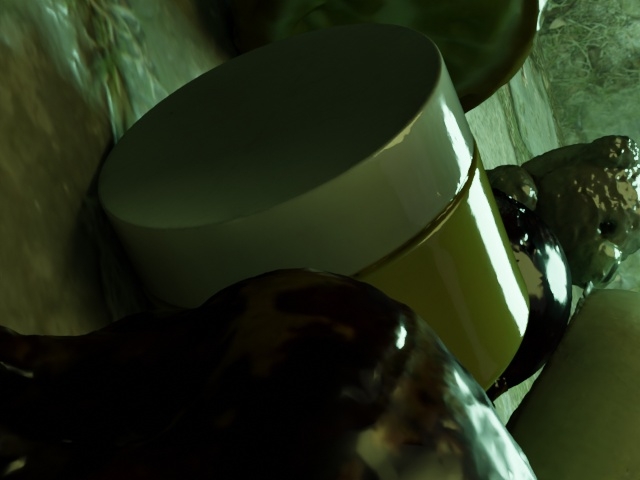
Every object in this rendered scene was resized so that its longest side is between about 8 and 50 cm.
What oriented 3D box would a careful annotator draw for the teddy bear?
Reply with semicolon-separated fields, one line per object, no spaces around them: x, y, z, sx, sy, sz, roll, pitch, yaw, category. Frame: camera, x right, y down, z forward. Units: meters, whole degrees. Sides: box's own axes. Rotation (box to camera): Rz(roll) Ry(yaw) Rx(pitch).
0.200;-0.002;1.458;0.236;0.267;0.151;76;5;-54;teddy bear

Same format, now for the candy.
0.055;-0.194;1.184;0.260;0.260;0.118;53;26;-51;candy

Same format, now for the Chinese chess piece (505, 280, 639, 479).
0.238;0.205;1.347;0.338;0.141;0.338;-57;165;-25;Chinese chess piece

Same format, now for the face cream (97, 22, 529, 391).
0.000;0.000;0.896;0.218;0.218;0.179;-79;150;-56;face cream

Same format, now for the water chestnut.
-0.054;0.140;0.529;0.244;0.289;0.289;34;43;-58;water chestnut

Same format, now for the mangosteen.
0.096;0.072;1.221;0.211;0.211;0.249;27;77;-68;mangosteen
